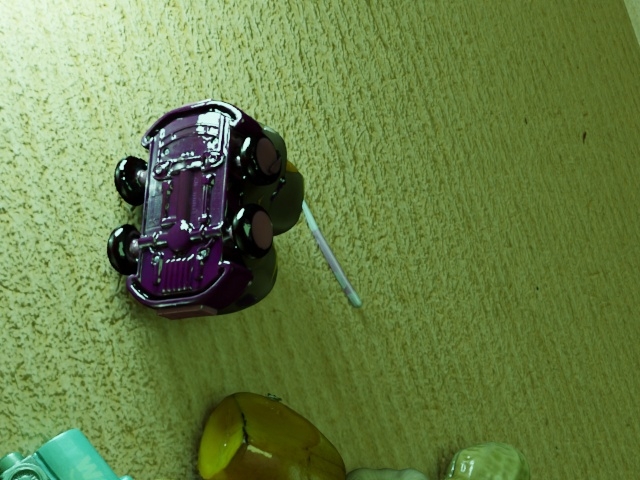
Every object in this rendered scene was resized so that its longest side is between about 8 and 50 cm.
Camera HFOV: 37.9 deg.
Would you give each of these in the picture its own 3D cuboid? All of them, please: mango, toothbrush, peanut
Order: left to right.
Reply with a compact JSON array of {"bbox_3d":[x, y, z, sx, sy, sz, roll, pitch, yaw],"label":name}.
[{"bbox_3d":[-0.061,0.350,1.435,0.257,0.138,0.187,36,27,-27],"label":"mango"},{"bbox_3d":[0.000,0.000,1.687,0.025,0.020,0.286,-35,99,-34],"label":"toothbrush"},{"bbox_3d":[0.269,0.466,1.699,0.305,0.147,0.147,-30,96,-39],"label":"peanut"}]

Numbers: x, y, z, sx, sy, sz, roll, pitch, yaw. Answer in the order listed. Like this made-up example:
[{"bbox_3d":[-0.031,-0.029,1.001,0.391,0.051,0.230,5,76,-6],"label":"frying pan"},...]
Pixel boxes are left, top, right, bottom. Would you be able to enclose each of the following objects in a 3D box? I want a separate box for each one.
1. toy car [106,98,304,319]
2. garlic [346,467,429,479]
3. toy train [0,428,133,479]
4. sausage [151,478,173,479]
[{"bbox_3d":[-0.152,-0.033,1.431,0.240,0.271,0.341,32,57,-54],"label":"toy car"},{"bbox_3d":[0.114,0.497,1.557,0.199,0.199,0.226,-48,141,-40],"label":"garlic"},{"bbox_3d":[-0.304,0.352,1.195,0.248,0.101,0.159,44,50,18],"label":"toy train"},{"bbox_3d":[-0.131,0.467,1.348,0.354,0.116,0.134,40,49,-27],"label":"sausage"}]
